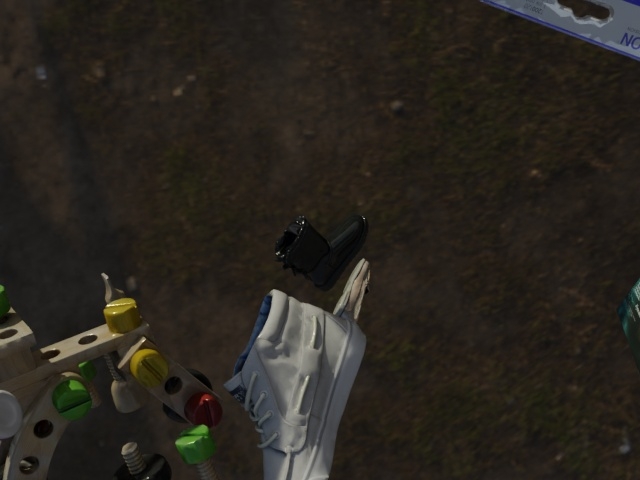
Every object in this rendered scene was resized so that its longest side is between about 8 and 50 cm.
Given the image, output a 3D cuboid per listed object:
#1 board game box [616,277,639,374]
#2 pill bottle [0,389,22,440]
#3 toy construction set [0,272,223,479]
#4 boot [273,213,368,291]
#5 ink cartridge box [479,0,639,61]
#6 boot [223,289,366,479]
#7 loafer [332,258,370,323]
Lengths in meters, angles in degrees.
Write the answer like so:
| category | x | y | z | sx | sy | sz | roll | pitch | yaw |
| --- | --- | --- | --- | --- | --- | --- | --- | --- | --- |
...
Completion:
| category | x | y | z | sx | sy | sz | roll | pitch | yaw |
| --- | --- | --- | --- | --- | --- | --- | --- | --- | --- |
| board game box | 0.397 | 0.091 | 1.394 | 0.026 | 0.186 | 0.126 | 22 | 121 | -14 |
| pill bottle | -0.306 | 0.162 | 1.095 | 0.083 | 0.043 | 0.043 | -22 | 87 | 34 |
| toy construction set | -0.250 | 0.116 | 1.284 | 0.257 | 0.309 | 0.237 | -19 | 111 | 6 |
| boot | 0.000 | 0.000 | 1.586 | 0.045 | 0.099 | 0.121 | 25 | 80 | 50 |
| ink cartridge box | 0.267 | -0.267 | 1.069 | 0.206 | 0.045 | 0.208 | 31 | 99 | 35 |
| boot | -0.048 | 0.178 | 1.247 | 0.123 | 0.258 | 0.095 | 26 | 150 | -15 |
| loafer | 0.057 | 0.082 | 1.937 | 0.039 | 0.125 | 0.045 | 31 | 137 | -3 |
